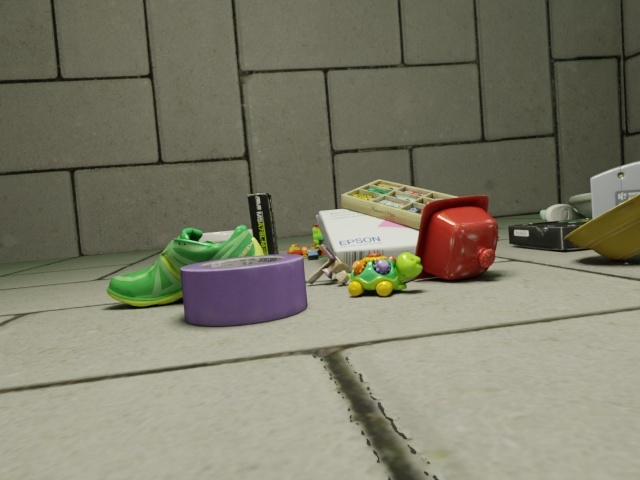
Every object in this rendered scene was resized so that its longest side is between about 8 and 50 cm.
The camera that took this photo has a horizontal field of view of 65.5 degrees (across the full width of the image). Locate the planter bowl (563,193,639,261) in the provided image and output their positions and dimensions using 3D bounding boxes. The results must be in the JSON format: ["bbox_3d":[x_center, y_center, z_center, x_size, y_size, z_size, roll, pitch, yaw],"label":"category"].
[{"bbox_3d":[0.585,-0.021,0.935,0.217,0.090,0.217,-25,-15,-7],"label":"planter bowl"}]

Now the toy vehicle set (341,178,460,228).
[{"bbox_3d":[0.207,-0.096,1.269,0.267,0.035,0.166,19,32,38],"label":"toy vehicle set"}]

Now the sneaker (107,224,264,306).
[{"bbox_3d":[-0.249,0.043,0.917,0.295,0.124,0.109,-15,5,5],"label":"sneaker"}]

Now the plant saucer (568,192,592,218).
[{"bbox_3d":[0.969,-0.088,1.499,0.400,0.101,0.400,1,0,0],"label":"plant saucer"}]

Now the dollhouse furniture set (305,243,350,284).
[{"bbox_3d":[0.021,0.080,1.008,0.081,0.091,0.114,-44,-29,7],"label":"dollhouse furniture set"}]

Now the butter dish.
[{"bbox_3d":[0.262,0.011,0.895,0.160,0.160,0.118,-8,28,-27],"label":"butter dish"}]

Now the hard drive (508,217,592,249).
[{"bbox_3d":[0.704,-0.023,1.294,0.339,0.064,0.237,-6,4,-11],"label":"hard drive"}]

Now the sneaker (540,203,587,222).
[{"bbox_3d":[0.811,-0.076,1.727,0.256,0.094,0.151,5,3,-36],"label":"sneaker"}]

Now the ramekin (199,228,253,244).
[{"bbox_3d":[-0.276,0.031,1.395,0.207,0.109,0.207,-5,3,0],"label":"ramekin"}]

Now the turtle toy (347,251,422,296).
[{"bbox_3d":[0.106,0.054,0.834,0.130,0.066,0.095,-3,4,24],"label":"turtle toy"}]

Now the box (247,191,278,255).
[{"bbox_3d":[-0.112,-0.001,1.025,0.045,0.191,0.184,-7,3,-1],"label":"box"}]

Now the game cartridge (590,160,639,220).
[{"bbox_3d":[0.740,-0.078,1.048,0.297,0.198,0.062,-2,4,34],"label":"game cartridge"}]

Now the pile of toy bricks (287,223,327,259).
[{"bbox_3d":[0.000,0.000,1.538,0.212,0.105,0.118,-5,4,-3],"label":"pile of toy bricks"}]

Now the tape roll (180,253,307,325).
[{"bbox_3d":[-0.116,0.071,0.766,0.189,0.080,0.189,-5,4,0],"label":"tape roll"}]

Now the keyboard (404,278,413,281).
[{"bbox_3d":[0.187,0.063,1.006,0.072,0.014,0.256,-2,4,39],"label":"keyboard"}]

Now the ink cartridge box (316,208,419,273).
[{"bbox_3d":[0.167,-0.037,1.268,0.324,0.071,0.330,-6,28,-8],"label":"ink cartridge box"}]
